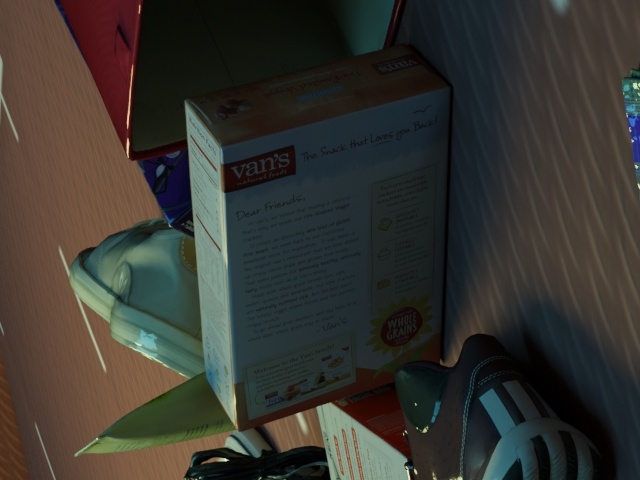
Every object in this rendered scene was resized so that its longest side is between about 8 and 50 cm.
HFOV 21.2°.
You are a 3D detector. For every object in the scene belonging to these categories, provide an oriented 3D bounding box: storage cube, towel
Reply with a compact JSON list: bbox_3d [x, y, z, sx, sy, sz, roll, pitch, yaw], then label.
[{"bbox_3d":[-0.068,-0.197,1.099,0.215,0.183,0.193,105,144,-57],"label":"storage cube"},{"bbox_3d":[0.169,-0.039,0.837,0.060,0.009,0.083,-149,45,-63],"label":"towel"}]

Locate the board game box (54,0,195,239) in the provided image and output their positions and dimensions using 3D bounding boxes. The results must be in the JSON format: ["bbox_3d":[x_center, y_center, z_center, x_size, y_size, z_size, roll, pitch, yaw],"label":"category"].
[{"bbox_3d":[-0.103,-0.115,1.289,0.208,0.056,0.347,36,-161,-55],"label":"board game box"}]

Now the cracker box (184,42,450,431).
[{"bbox_3d":[0.000,0.000,1.114,0.067,0.155,0.232,-127,28,-46],"label":"cracker box"}]

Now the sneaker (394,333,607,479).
[{"bbox_3d":[0.094,0.171,1.107,0.281,0.106,0.162,107,148,-41],"label":"sneaker"}]

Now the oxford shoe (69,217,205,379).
[{"bbox_3d":[-0.129,0.040,1.568,0.130,0.169,0.449,-64,13,-3],"label":"oxford shoe"}]

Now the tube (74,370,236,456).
[{"bbox_3d":[-0.058,0.108,1.232,0.062,0.240,0.070,49,150,45],"label":"tube"}]

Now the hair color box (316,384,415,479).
[{"bbox_3d":[0.056,0.165,1.251,0.167,0.053,0.093,27,131,63],"label":"hair color box"}]

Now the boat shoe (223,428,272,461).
[{"bbox_3d":[-0.056,0.279,1.611,0.083,0.075,0.226,101,147,-52],"label":"boat shoe"}]

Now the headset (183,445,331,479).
[{"bbox_3d":[-0.024,0.363,1.398,0.243,0.185,0.394,103,168,-70],"label":"headset"}]
